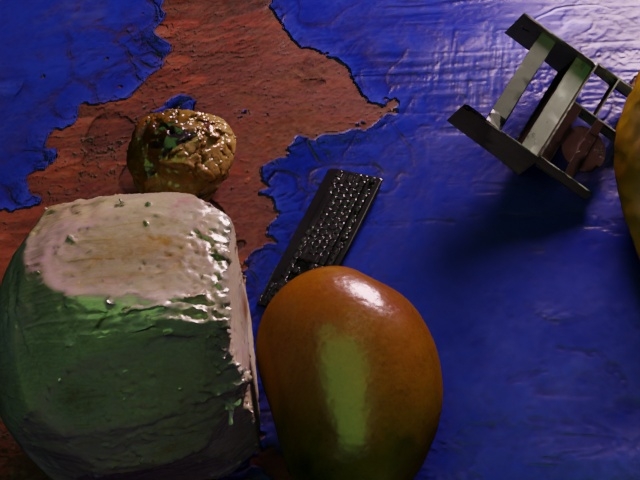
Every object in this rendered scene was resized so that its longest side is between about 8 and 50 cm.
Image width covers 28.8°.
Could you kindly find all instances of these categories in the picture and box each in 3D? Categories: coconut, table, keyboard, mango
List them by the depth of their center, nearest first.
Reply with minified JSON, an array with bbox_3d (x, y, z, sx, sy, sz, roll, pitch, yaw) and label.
[{"bbox_3d":[-0.194,0.099,1.226,0.255,0.297,0.297,-6,56,-2],"label":"coconut"},{"bbox_3d":[0.034,0.142,1.232,0.176,0.139,0.254,-20,63,2],"label":"mango"},{"bbox_3d":[0.257,-0.146,1.403,0.175,0.062,0.146,36,68,-4],"label":"table"},{"bbox_3d":[0.000,-0.001,1.404,0.074,0.015,0.196,17,63,23],"label":"keyboard"}]

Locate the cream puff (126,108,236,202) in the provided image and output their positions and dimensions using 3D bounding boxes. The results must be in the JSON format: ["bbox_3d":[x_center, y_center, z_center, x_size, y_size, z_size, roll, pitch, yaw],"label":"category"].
[{"bbox_3d":[-0.162,-0.101,1.459,0.133,0.104,0.119,-22,49,-2],"label":"cream puff"}]

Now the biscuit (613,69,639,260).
[{"bbox_3d":[0.472,-0.090,1.196,0.429,0.104,0.446,-52,43,28],"label":"biscuit"}]
